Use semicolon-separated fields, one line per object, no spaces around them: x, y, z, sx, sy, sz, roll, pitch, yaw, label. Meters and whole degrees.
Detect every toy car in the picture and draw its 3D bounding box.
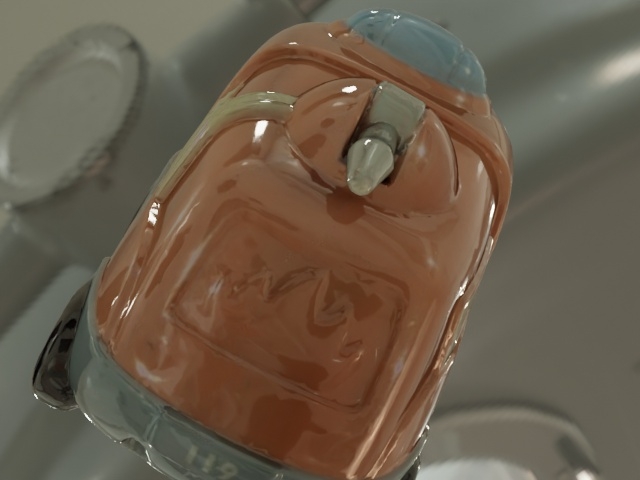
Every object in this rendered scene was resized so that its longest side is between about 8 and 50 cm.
0.000;0.000;0.784;0.181;0.270;0.212;28;-63;-2;toy car
